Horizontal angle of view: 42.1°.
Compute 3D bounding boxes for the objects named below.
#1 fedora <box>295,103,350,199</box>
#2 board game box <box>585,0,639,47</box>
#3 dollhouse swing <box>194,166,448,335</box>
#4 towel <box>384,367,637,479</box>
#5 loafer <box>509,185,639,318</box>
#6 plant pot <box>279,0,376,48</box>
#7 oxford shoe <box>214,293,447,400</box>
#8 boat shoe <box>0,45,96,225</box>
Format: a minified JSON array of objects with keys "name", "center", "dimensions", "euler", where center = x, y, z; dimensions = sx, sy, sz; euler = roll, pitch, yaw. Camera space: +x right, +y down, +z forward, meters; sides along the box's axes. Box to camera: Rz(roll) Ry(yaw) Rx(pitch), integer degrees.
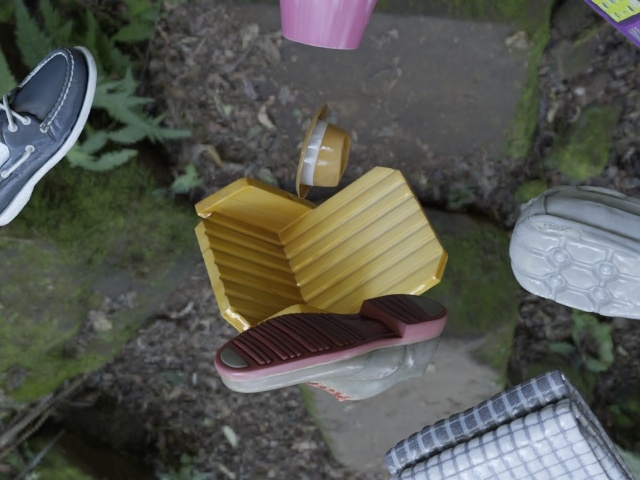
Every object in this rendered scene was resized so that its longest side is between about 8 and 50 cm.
[{"name":"fedora","center":[0.011,-0.166,1.622],"dimensions":[0.079,0.194,0.194],"euler":[16,151,7]},{"name":"board game box","center":[0.465,-0.262,1.020],"dimensions":[0.347,0.056,0.208],"euler":[38,-179,-7]},{"name":"dollhouse swing","center":[0.000,0.000,1.547],"dimensions":[0.315,0.347,0.305],"euler":[21,126,-42]},{"name":"towel","center":[0.240,0.300,0.950],"dimensions":[0.235,0.121,0.284],"euler":[-30,113,16]},{"name":"loafer","center":[0.316,0.029,0.671],"dimensions":[0.319,0.111,0.112],"euler":[23,136,17]},{"name":"plant pot","center":[0.014,-0.406,1.319],"dimensions":[0.201,0.201,0.180],"euler":[4,111,-13]},{"name":"oxford shoe","center":[0.024,0.165,1.091],"dimensions":[0.348,0.123,0.130],"euler":[-7,114,-31]},{"name":"boat shoe","center":[-0.409,-0.139,1.117],"dimensions":[0.091,0.114,0.302],"euler":[10,123,-52]}]
